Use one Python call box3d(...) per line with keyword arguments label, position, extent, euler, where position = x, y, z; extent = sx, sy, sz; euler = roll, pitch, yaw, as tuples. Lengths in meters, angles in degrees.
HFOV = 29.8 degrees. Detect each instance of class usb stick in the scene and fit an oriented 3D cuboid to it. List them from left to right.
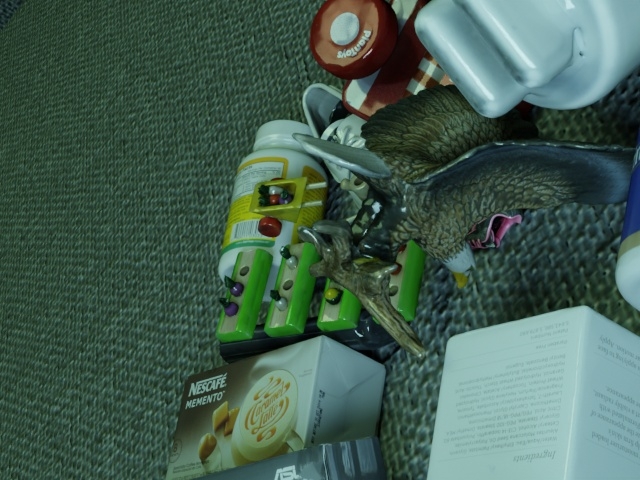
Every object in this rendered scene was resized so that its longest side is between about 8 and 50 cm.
box3d(label="usb stick", position=(-0.015, 0.108, 1.358), extent=(0.278, 0.077, 0.045), euler=(-13, 84, 50))

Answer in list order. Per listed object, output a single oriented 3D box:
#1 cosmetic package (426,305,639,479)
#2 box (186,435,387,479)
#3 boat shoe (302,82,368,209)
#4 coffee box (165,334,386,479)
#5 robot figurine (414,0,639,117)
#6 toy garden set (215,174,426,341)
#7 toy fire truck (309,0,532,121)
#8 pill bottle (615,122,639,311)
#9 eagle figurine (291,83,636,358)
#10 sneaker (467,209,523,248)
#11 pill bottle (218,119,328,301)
box3d(label="cosmetic package", position=(0.189, 0.172, 0.939), extent=(0.151, 0.151, 0.184), euler=(-20, 50, 49))
box3d(label="box", position=(-0.046, 0.333, 1.142), extent=(0.307, 0.076, 0.242), euler=(-23, 73, 45))
box3d(label="boat shoe", position=(0.042, -0.109, 1.418), extent=(0.096, 0.088, 0.267), euler=(-52, 33, 24))
box3d(label="coffee box", position=(-0.052, 0.206, 1.309), extent=(0.246, 0.098, 0.141), euler=(-20, 50, 47))
box3d(label="robot figurine", position=(0.247, -0.254, 1.073), extent=(0.353, 0.200, 0.300), euler=(-39, 5, -26))
box3d(label="toy garden set", position=(0.000, 0.000, 1.296), extent=(0.244, 0.049, 0.204), euler=(-10, 51, 32))
box3d(label="toy fire truck", position=(0.157, -0.234, 1.321), extent=(0.254, 0.169, 0.302), euler=(33, 95, 34))
box3d(label="pill bottle", position=(0.323, -0.071, 0.934), extent=(0.153, 0.153, 0.265), euler=(-13, 55, 51))
box3d(label="eagle figurine", position=(0.127, -0.047, 1.087), extent=(0.298, 0.226, 0.225), euler=(-37, -15, -12))
box3d(label="sneaker", position=(0.160, -0.009, 1.229), extent=(0.119, 0.047, 0.057), euler=(-42, 48, 31))
box3d(label="pill bottle", position=(-0.053, -0.040, 1.480), extent=(0.117, 0.117, 0.208), euler=(-24, 48, 45))
